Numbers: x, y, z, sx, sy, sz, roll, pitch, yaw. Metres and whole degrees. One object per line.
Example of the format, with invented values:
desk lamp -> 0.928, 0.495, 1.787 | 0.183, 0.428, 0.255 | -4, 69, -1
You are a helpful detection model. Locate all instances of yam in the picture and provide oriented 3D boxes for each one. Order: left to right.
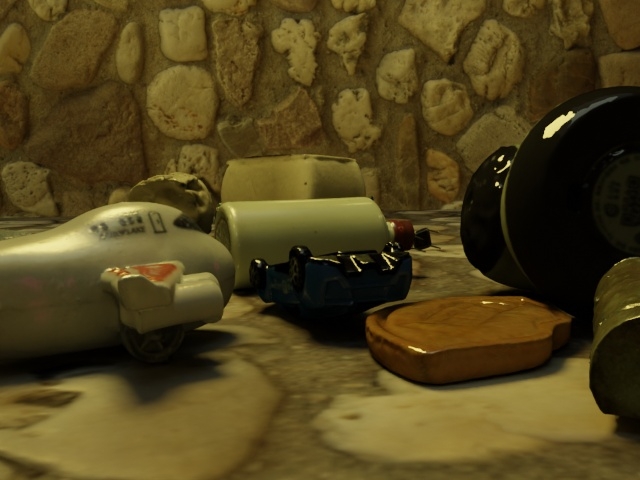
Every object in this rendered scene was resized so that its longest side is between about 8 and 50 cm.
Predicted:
yam -> 0.191, 0.056, 0.404 | 0.068, 0.068, 0.169 | 1, 9, 23

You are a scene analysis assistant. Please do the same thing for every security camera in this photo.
security camera -> 0.240, -0.025, 0.671 | 0.191, 0.197, 0.277 | 8, -2, -2

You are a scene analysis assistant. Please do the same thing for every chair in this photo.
chair -> 0.171, -0.002, 1.217 | 0.042, 0.037, 0.086 | -17, 16, -27

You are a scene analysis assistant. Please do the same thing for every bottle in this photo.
bottle -> 0.000, 0.000, 0.854 | 0.245, 0.104, 0.104 | -4, 6, -21

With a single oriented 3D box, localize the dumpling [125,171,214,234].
dumpling -> -0.299, -0.050, 1.386 | 0.173, 0.142, 0.247 | -10, -29, 1

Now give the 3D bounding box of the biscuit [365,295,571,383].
biscuit -> 0.108, 0.064, 0.523 | 0.142, 0.029, 0.221 | 2, 6, 35

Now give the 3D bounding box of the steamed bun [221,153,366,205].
steamed bun -> -0.049, -0.054, 1.146 | 0.146, 0.164, 0.242 | -4, 4, -43

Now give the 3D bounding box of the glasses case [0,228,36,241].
glasses case -> -0.474, 0.017, 0.997 | 0.282, 0.067, 0.109 | 5, 11, 39

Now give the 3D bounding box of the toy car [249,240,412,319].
toy car -> 0.002, 0.040, 0.637 | 0.103, 0.063, 0.216 | -3, -5, -20

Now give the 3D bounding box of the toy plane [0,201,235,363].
toy plane -> -0.178, 0.028, 0.524 | 0.252, 0.118, 0.252 | 2, 5, 0

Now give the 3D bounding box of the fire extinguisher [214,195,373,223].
fire extinguisher -> -0.052, -0.049, 1.422 | 0.311, 0.114, 0.095 | 2, -39, 20
